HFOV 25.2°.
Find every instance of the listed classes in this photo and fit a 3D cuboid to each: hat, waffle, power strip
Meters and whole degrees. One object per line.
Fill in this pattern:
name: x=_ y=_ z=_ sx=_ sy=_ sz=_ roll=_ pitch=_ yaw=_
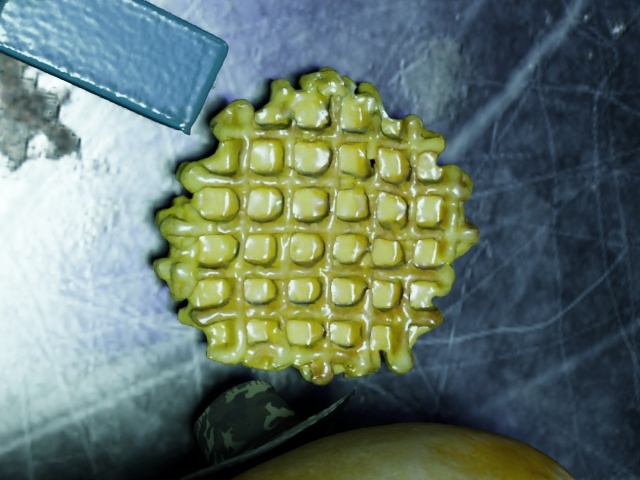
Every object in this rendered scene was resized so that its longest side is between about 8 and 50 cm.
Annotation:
hat: x=-0.036 y=0.107 z=0.790 sx=0.121 sy=0.121 sz=0.050 roll=-29 pitch=71 yaw=-14
waffle: x=0.000 y=-0.005 z=0.801 sx=0.191 sy=0.038 sz=0.191 roll=-3 pitch=100 yaw=-20
power strip: x=-0.111 y=-0.103 z=0.748 sx=0.123 sy=0.032 sz=0.056 roll=24 pitch=89 yaw=-21

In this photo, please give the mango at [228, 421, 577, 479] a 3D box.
mango: x=0.010 y=0.200 z=0.724 sx=0.384 sy=0.199 sz=0.221 roll=7 pitch=124 yaw=-40
